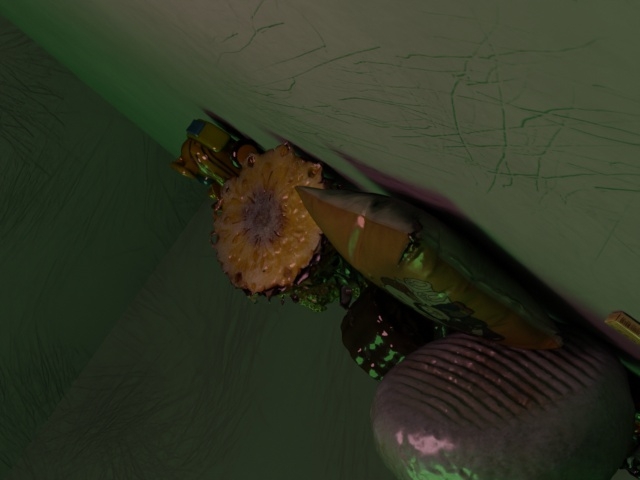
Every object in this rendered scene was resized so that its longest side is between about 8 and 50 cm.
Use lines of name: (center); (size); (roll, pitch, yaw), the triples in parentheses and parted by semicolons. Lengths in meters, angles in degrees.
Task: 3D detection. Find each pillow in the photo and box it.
pillow: (0.142, 0.034, 1.633); (0.310, 0.119, 0.312); (32, 178, -32)

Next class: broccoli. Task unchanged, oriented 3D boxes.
broccoli: (0.009, 0.055, 2.333); (0.254, 0.186, 0.302); (20, -169, 9)

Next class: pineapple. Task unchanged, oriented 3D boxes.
pineapple: (0.000, 0.000, 1.986); (0.262, 0.262, 0.272); (33, -173, 38)

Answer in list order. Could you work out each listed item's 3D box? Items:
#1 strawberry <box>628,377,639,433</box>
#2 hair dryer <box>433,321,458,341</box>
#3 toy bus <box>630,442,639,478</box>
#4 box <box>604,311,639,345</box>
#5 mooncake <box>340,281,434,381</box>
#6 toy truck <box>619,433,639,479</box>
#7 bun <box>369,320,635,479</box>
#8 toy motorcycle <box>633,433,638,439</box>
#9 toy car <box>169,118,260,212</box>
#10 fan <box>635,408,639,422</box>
strawberry: (0.459, 0.245, 1.849); (0.121, 0.082, 0.188); (38, 161, -33)
hair dryer: (0.213, 0.155, 1.957); (0.197, 0.089, 0.251); (27, 128, 50)
toy bus: (0.526, 0.313, 1.664); (0.112, 0.138, 0.317); (39, 180, 33)
box: (0.372, 0.114, 1.392); (0.093, 0.015, 0.058); (35, 178, 4)
mooncake: (0.159, 0.159, 2.184); (0.228, 0.124, 0.228); (19, -143, -15)
toy truck: (0.589, 0.379, 2.283); (0.083, 0.092, 0.192); (31, 166, 47)
bun: (0.247, 0.251, 1.651); (0.362, 0.362, 0.211); (31, 134, 51)
toy motorcycle: (0.452, 0.271, 2.033); (0.229, 0.094, 0.130); (28, 178, -19)
toy car: (-0.166, -0.118, 2.312); (0.248, 0.142, 0.200); (37, 176, -22)
fan: (0.388, 0.230, 1.813); (0.335, 0.011, 0.229); (15, 123, 47)
